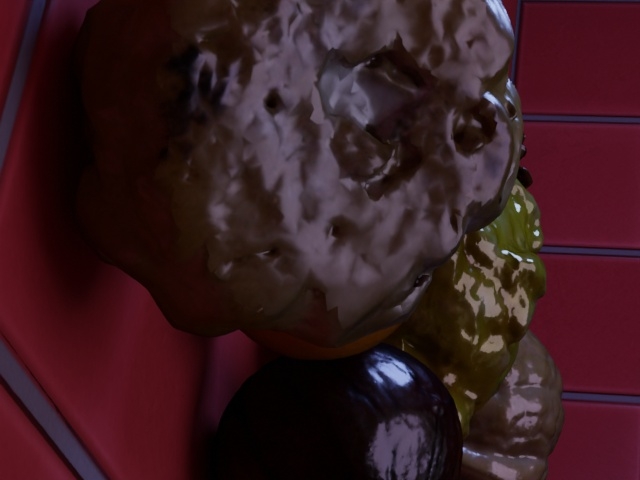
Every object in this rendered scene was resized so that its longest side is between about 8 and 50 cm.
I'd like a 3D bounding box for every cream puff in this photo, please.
[{"bbox_3d":[-0.037,-0.088,1.075,0.324,0.257,0.291,-47,114,-15],"label":"cream puff"}]

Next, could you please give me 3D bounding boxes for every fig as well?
[{"bbox_3d":[0.021,0.197,1.379,0.214,0.235,0.235,-136,-141,-58],"label":"fig"}]

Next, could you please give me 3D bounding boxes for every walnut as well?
[{"bbox_3d":[0.184,0.233,2.089,0.296,0.285,0.285,-61,175,15],"label":"walnut"}]

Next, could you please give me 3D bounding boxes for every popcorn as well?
[{"bbox_3d":[0.106,0.078,1.638,0.334,0.293,0.292,-13,85,-74],"label":"popcorn"}]

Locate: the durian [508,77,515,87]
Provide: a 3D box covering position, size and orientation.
[{"bbox_3d":[0.171,-0.183,2.236,0.250,0.183,0.138,-62,-179,-9],"label":"durian"}]

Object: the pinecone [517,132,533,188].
[{"bbox_3d":[0.150,-0.083,2.038,0.221,0.221,0.221,2,90,-78],"label":"pinecone"}]

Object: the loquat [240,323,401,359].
[{"bbox_3d":[0.000,0.000,1.310,0.208,0.208,0.208,2,90,-78],"label":"loquat"}]
